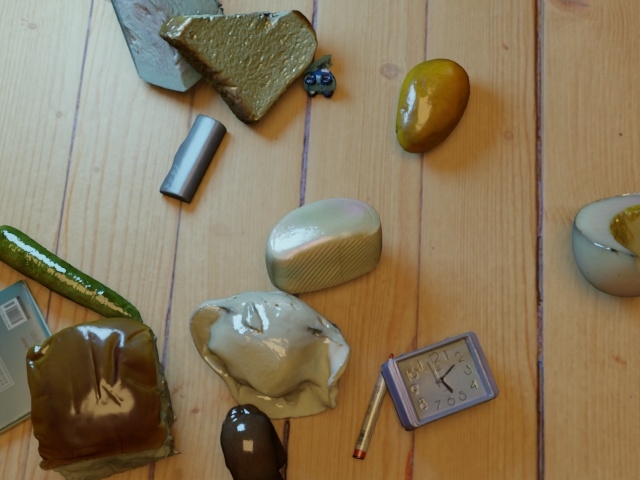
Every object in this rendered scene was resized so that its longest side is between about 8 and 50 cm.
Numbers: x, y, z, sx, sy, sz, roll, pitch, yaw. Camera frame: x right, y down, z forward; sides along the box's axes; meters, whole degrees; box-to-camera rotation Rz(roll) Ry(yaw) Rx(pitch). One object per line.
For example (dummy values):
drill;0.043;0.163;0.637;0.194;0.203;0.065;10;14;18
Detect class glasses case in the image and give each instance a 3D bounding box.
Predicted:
glasses case;-0.269;-0.174;1.922;0.072;0.042;0.190;21;75;13

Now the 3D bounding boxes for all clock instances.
clock;0.232;0.272;1.776;0.193;0.073;0.144;-18;77;-13

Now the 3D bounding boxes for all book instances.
book;-0.701;0.276;1.795;0.379;0.031;0.264;-28;76;-8

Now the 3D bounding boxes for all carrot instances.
carrot;-0.513;0.080;1.834;0.359;0.074;0.074;31;76;5

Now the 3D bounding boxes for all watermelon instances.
watermelon;-0.336;-0.508;1.898;0.228;0.258;0.387;-27;81;-5

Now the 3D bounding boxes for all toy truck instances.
toy truck;0.001;-0.360;1.971;0.073;0.056;0.090;4;62;6

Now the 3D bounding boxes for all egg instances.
egg;0.613;0.023;1.819;0.206;0.161;0.271;16;36;35

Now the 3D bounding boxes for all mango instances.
mango;0.229;-0.287;1.924;0.147;0.109;0.227;36;76;-16

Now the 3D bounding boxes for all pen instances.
pen;0.108;0.326;1.796;0.026;0.026;0.218;19;75;4

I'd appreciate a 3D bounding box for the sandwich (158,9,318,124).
sandwich;-0.158;-0.416;1.882;0.254;0.100;0.288;-51;126;-6

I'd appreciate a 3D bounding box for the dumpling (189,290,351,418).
dumpling;-0.096;0.225;1.775;0.318;0.187;0.242;13;114;12

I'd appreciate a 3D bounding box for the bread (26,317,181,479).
bread;-0.408;0.295;1.693;0.250;0.225;0.279;-12;77;-5

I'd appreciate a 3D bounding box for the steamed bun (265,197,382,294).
steamed bun;0.000;0.000;1.819;0.239;0.170;0.152;-14;52;-7

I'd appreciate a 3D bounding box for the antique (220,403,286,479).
antique;-0.116;0.440;1.689;0.121;0.143;0.256;-11;90;-5
